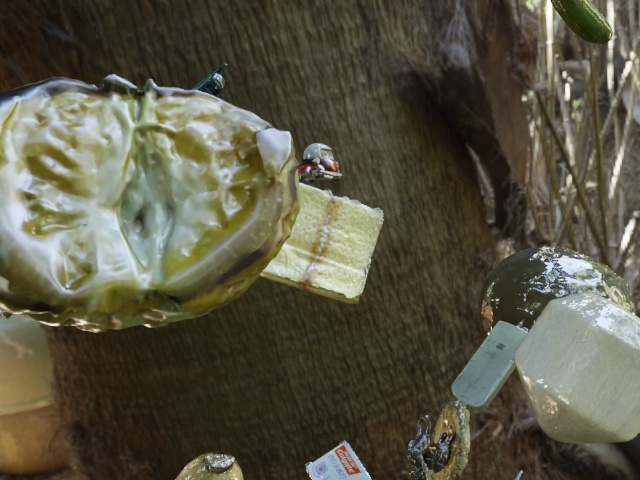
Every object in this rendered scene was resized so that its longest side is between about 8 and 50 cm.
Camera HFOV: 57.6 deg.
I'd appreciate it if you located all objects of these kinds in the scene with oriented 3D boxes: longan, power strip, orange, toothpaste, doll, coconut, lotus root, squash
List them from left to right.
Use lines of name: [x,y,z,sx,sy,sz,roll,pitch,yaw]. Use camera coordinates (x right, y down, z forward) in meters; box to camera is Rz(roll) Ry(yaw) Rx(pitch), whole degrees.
orange: [-0.216,-0.024,0.651,0.369,0.270,0.210,0,-28,-21]
lotus root: [-0.238,0.527,1.166,0.146,0.303,0.130,28,37,-2]
toothpaste: [0.053,0.257,0.473,0.047,0.040,0.196,-29,45,-12]
doll: [0.278,0.543,1.498,0.057,0.139,0.165,-24,35,49]
power strip: [0.353,0.249,1.188,0.080,0.029,0.227,27,68,43]
longan: [0.611,0.198,1.527,0.392,0.390,0.391,-7,10,1]
squash: [0.569,-0.523,1.301,0.258,0.069,0.069,34,-12,-28]
coconut: [0.470,0.235,1.029,0.238,0.265,0.237,29,3,-2]

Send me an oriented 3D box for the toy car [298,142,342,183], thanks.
toy car: [-0.013,-0.229,1.708,0.139,0.112,0.112,-1,-1,38]

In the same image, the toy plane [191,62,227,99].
toy plane: [-0.326,-0.366,1.507,0.235,0.060,0.096,-38,40,13]

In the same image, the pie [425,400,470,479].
pie: [0.356,0.574,1.624,0.055,0.274,0.274,20,11,1]

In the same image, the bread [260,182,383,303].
bread: [0.000,0.000,1.349,0.264,0.236,0.198,18,6,-2]

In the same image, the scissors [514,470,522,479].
scissors: [0.396,0.505,1.197,0.083,0.006,0.036,-41,17,-32]
